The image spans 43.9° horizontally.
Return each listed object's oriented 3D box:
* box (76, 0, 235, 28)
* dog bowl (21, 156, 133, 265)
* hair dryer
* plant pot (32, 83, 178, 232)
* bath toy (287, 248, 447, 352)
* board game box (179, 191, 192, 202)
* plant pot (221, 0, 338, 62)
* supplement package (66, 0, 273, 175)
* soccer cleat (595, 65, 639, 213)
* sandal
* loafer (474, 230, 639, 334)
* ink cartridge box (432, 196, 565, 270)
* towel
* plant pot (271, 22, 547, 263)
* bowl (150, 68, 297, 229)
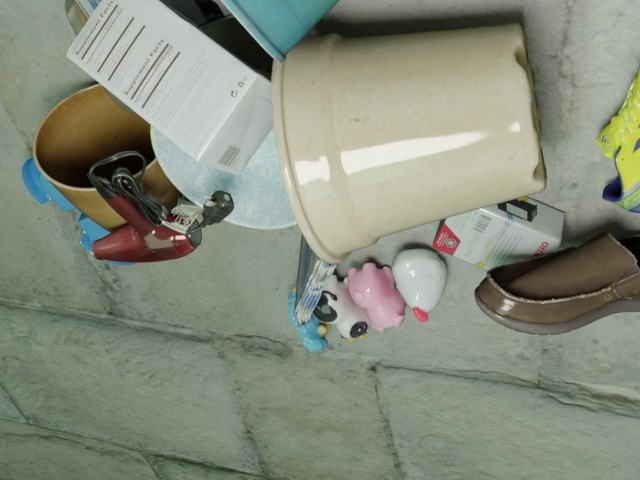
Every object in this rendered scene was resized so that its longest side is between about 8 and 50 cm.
[{"bbox_3d":[-0.224,-0.388,1.150,0.290,0.087,0.169,-7,129,32],"label":"box"},{"bbox_3d":[-0.460,-0.077,1.603,0.166,0.074,0.297,-18,123,38],"label":"dog bowl"},{"bbox_3d":[-0.292,-0.045,1.297,0.224,0.080,0.293,24,138,-23],"label":"hair dryer"},{"bbox_3d":[-0.350,-0.112,1.423,0.237,0.237,0.254,13,150,14],"label":"plant pot"},{"bbox_3d":[0.095,0.120,1.493,0.151,0.129,0.348,13,154,-42],"label":"bath toy"},{"bbox_3d":[-0.170,-0.108,1.446,0.170,0.048,0.141,20,138,6],"label":"board game box"},{"bbox_3d":[-0.036,-0.389,0.902,0.255,0.271,0.271,-38,114,9],"label":"plant pot"},{"bbox_3d":[-0.184,-0.216,1.050,0.244,0.139,0.134,39,98,16],"label":"supplement package"},{"bbox_3d":[0.432,-0.151,1.070,0.121,0.093,0.289,11,137,26],"label":"soccer cleat"},{"bbox_3d":[-0.349,-0.301,1.291,0.090,0.060,0.219,-20,107,26],"label":"sandal"},{"bbox_3d":[0.405,0.040,1.196,0.366,0.134,0.130,-9,122,-13],"label":"loafer"},{"bbox_3d":[0.289,-0.016,1.294,0.175,0.072,0.127,23,138,3],"label":"ink cartridge box"},{"bbox_3d":[0.000,0.000,1.337,0.034,0.209,0.285,9,147,-8],"label":"towel"},{"bbox_3d":[0.137,-0.150,1.076,0.306,0.333,0.333,-8,130,19],"label":"plant pot"},{"bbox_3d":[-0.105,-0.173,1.261,0.290,0.156,0.289,14,140,12],"label":"bowl"}]
